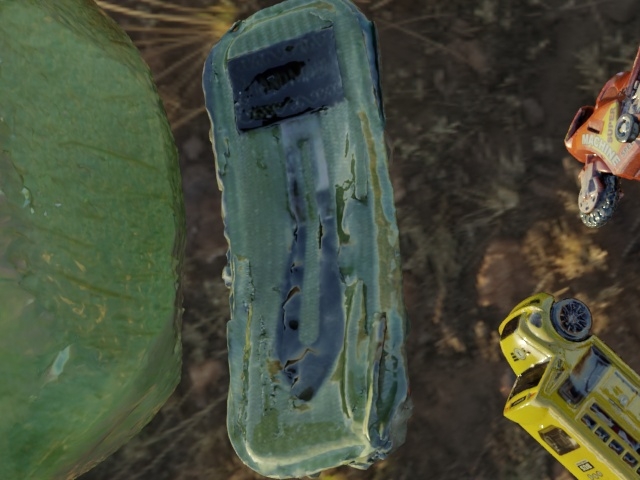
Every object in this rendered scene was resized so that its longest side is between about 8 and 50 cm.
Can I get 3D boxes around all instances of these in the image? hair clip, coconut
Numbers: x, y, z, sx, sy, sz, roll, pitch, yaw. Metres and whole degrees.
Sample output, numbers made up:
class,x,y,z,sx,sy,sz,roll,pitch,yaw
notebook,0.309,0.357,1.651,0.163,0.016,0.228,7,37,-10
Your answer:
class,x,y,z,sx,sy,sz,roll,pitch,yaw
hair clip,0.001,0.000,0.914,0.138,0.091,0.321,-17,63,27
coconut,-0.201,-0.010,0.652,0.281,0.328,0.328,-38,76,-4

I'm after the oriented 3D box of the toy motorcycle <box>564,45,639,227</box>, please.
class,x,y,z,sx,sy,sz,roll,pitch,yaw
toy motorcycle,0.400,-0.156,1.794,0.089,0.171,0.298,17,130,-16

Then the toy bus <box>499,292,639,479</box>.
class,x,y,z,sx,sy,sz,roll,pitch,yaw
toy bus,0.360,0.225,1.840,0.331,0.151,0.145,42,155,1
